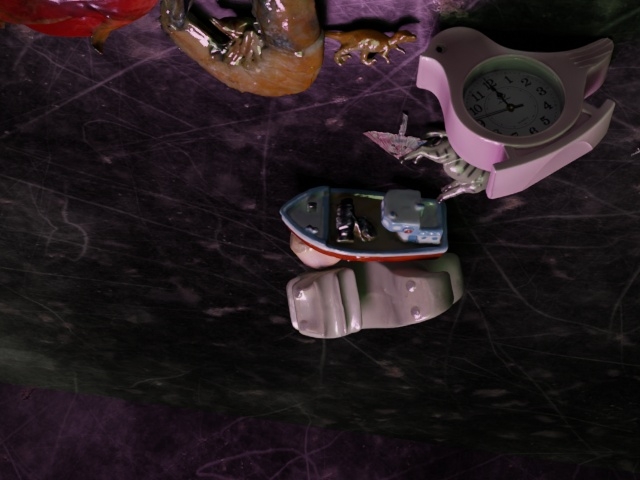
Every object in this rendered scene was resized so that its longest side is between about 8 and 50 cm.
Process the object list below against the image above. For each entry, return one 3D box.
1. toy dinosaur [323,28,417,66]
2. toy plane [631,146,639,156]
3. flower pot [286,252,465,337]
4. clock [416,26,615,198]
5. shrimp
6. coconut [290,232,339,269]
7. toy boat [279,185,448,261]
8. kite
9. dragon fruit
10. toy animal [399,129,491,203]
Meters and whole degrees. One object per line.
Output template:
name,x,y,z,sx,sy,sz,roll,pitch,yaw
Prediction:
toy dinosaur,0.058,-0.323,1.638,0.162,0.039,0.126,26,150,-18
toy plane,0.579,-0.158,1.809,0.077,0.024,0.084,-5,143,25
flower pot,0.125,0.108,2.199,0.367,0.165,0.254,-8,-174,27
clock,0.315,-0.235,1.590,0.290,0.275,0.080,-26,152,-13
shrimp,-0.121,-0.363,1.576,0.272,0.085,0.445,14,155,4
coconut,0.000,0.000,2.176,0.116,0.116,0.122,-6,146,25
toy boat,0.086,-0.042,2.036,0.331,0.145,0.133,3,152,-2
kite,0.146,-0.188,1.893,0.139,0.011,0.157,6,153,1
dragon fruit,-0.427,-0.381,1.604,0.343,0.100,0.282,16,156,-13
toy animal,0.267,-0.139,1.886,0.176,0.073,0.217,-30,129,30
